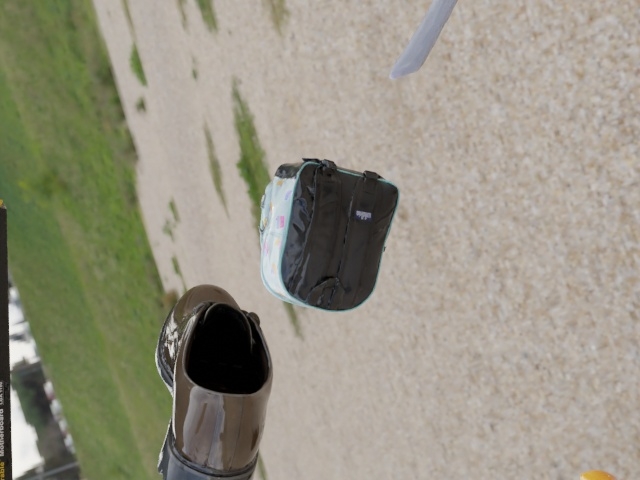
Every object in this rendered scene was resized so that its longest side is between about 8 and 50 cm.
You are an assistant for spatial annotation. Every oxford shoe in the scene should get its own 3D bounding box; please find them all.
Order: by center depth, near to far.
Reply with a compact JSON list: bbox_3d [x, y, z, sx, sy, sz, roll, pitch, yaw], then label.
[{"bbox_3d":[-0.067,0.077,0.672,0.227,0.083,0.096,-116,38,-64],"label":"oxford shoe"}]

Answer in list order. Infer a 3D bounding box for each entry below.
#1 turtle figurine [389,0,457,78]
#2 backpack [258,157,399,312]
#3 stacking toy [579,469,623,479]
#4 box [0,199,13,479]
[{"bbox_3d":[0.110,-0.258,0.499,0.274,0.266,0.198,66,-165,-1],"label":"turtle figurine"},{"bbox_3d":[0.000,0.000,1.268,0.144,0.166,0.188,-7,74,59],"label":"backpack"},{"bbox_3d":[0.412,0.357,1.059,0.302,0.165,0.175,36,172,12],"label":"stacking toy"},{"bbox_3d":[-0.384,0.120,0.797,0.257,0.079,0.321,4,-97,-57],"label":"box"}]
